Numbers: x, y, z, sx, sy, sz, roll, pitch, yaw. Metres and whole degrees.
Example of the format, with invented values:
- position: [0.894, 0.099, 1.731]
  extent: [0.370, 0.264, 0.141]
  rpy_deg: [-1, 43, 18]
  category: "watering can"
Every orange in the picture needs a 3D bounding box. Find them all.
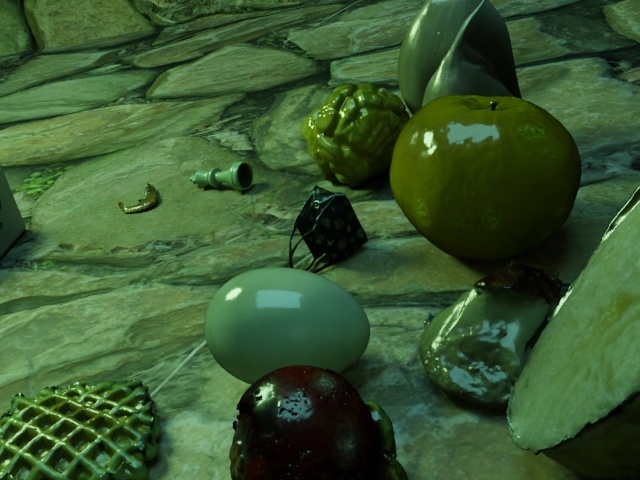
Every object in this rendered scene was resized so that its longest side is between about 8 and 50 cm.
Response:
- position: [0.239, -0.093, 1.181]
  extent: [0.279, 0.235, 0.279]
  rpy_deg: [3, 25, -1]
  category: "orange"

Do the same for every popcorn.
- position: [0.062, -0.205, 1.501]
  extent: [0.203, 0.200, 0.226]
  rpy_deg: [13, 34, 30]
  category: "popcorn"

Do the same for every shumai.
- position: [0.211, 0.098, 0.944]
  extent: [0.201, 0.120, 0.201]
  rpy_deg: [-7, 27, 4]
  category: "shumai"

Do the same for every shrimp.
- position: [-0.374, -0.088, 1.648]
  extent: [0.083, 0.023, 0.114]
  rpy_deg: [-16, 31, -1]
  category: "shrimp"

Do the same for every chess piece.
- position: [-0.208, -0.129, 1.625]
  extent: [0.149, 0.059, 0.059]
  rpy_deg: [2, 30, 34]
  category: "chess piece"

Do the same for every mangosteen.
- position: [-0.001, 0.207, 0.796]
  extent: [0.180, 0.166, 0.166]
  rpy_deg: [8, 15, -32]
  category: "mangosteen"

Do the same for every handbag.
- position: [0.000, 0.000, 1.253]
  extent: [0.072, 0.115, 0.139]
  rpy_deg: [14, 54, 41]
  category: "handbag"

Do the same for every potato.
- position: [0.418, 0.102, 0.765]
  extent: [0.397, 0.296, 0.290]
  rpy_deg: [-58, 4, -10]
  category: "potato"

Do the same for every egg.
- position: [-0.042, 0.109, 0.996]
  extent: [0.209, 0.151, 0.151]
  rpy_deg: [4, 30, 13]
  category: "egg"

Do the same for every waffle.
- position: [-0.296, 0.233, 0.966]
  extent: [0.207, 0.054, 0.214]
  rpy_deg: [-10, 25, -3]
  category: "waffle"

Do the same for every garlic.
- position: [0.263, -0.281, 1.405]
  extent: [0.245, 0.340, 0.231]
  rpy_deg: [-9, 33, 5]
  category: "garlic"

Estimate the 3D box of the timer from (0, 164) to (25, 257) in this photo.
- position: [-0.714, -0.052, 1.533]
  extent: [0.194, 0.195, 0.192]
  rpy_deg: [-6, 28, 9]
  category: "timer"
